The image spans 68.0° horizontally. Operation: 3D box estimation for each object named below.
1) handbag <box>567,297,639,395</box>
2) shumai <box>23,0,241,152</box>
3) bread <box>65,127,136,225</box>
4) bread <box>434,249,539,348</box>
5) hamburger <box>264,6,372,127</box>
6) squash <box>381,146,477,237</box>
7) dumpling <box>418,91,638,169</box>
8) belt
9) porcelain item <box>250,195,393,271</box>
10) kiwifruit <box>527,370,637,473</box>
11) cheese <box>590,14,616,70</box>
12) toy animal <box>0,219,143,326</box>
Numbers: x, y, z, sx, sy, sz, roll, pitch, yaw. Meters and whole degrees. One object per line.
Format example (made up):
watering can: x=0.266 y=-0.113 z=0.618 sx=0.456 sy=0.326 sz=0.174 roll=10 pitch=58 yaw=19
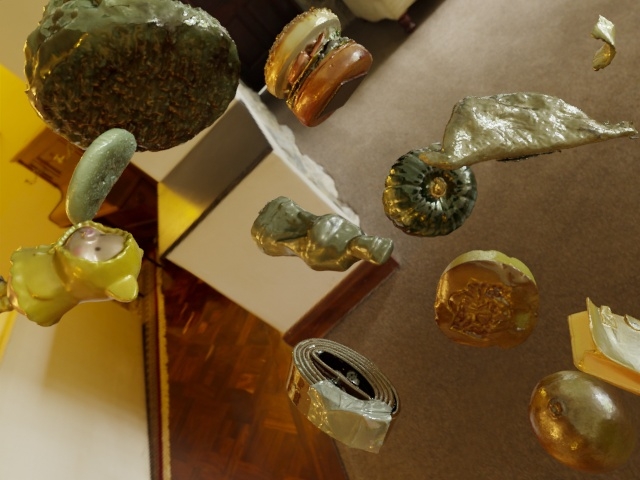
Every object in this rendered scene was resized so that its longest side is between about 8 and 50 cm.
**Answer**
handbag: x=0.239 y=0.086 z=0.367 sx=0.061 sy=0.083 sz=0.027 roll=-67 pitch=-2 yaw=-48
shumai: x=-0.402 y=-0.393 z=0.967 sx=0.395 sy=0.395 sz=0.348 roll=-38 pitch=66 yaw=17
bread: x=-0.374 y=-0.118 z=0.809 sx=0.112 sy=0.036 sz=0.192 roll=119 pitch=175 yaw=-71
bread: x=0.426 y=0.154 z=1.229 sx=0.270 sy=0.269 sz=0.148 roll=-29 pitch=11 yaw=28
hamburger: x=-0.014 y=-0.474 z=1.300 sx=0.291 sy=0.225 sz=0.291 roll=-46 pitch=-5 yaw=-5
squash: x=0.245 y=-0.106 z=1.071 sx=0.218 sy=0.218 sz=0.172 roll=-46 pitch=25 yaw=5
dumpling: x=0.285 y=-0.177 z=0.707 sx=0.333 sy=0.085 sz=0.166 roll=-8 pitch=30 yaw=-12
belt: x=0.055 y=0.391 z=1.238 sx=0.339 sy=0.217 sz=0.122 roll=32 pitch=120 yaw=38
porcelain item: x=0.000 y=0.000 z=0.595 sx=0.216 sy=0.069 sz=0.081 roll=16 pitch=58 yaw=48
kiwifruit: x=0.528 y=0.365 z=0.967 sx=0.196 sy=0.234 sz=0.195 roll=-31 pitch=40 yaw=31
cheese: x=0.520 y=-0.364 z=0.869 sx=0.042 sy=0.084 sz=0.060 roll=3 pitch=48 yaw=34
toy animal: x=-0.401 y=0.059 z=0.753 sx=0.230 sy=0.156 sz=0.156 roll=-13 pitch=34 yaw=-9
